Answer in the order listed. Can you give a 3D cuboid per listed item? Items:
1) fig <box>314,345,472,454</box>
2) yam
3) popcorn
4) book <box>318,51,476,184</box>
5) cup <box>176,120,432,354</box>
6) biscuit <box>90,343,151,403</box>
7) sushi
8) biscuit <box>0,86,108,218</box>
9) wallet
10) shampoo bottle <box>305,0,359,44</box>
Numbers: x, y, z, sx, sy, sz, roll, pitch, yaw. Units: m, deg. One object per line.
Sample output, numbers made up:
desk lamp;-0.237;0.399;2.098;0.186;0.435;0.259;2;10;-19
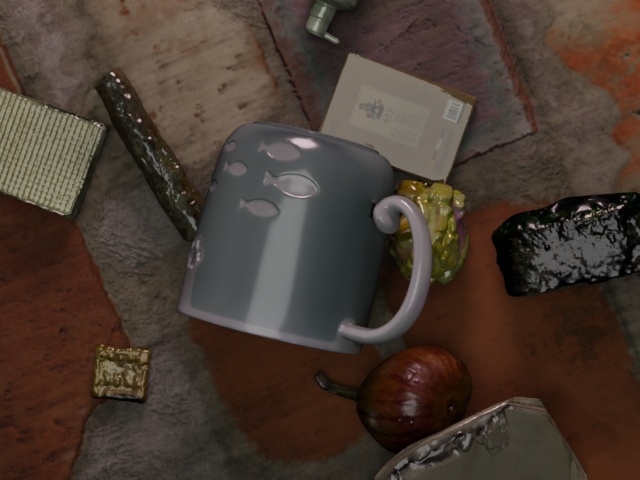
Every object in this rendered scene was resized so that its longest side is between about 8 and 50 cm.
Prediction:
fig;0.115;0.233;1.799;0.202;0.149;0.148;-31;131;27
yam;-0.238;-0.121;1.844;0.061;0.061;0.274;-32;89;3
popcorn;0.149;-0.011;1.797;0.126;0.126;0.145;12;104;-7
book;0.109;-0.173;1.845;0.199;0.016;0.138;21;93;2
cup;0.000;0.000;1.706;0.357;0.259;0.274;12;89;38
biscuit;-0.291;0.194;1.875;0.083;0.018;0.081;5;92;2
sushi;0.354;0.002;1.786;0.225;0.124;0.127;-12;91;9
biscuit;-0.447;-0.137;1.856;0.252;0.052;0.150;19;89;1
wallet;0.204;0.349;1.772;0.335;0.068;0.275;-24;131;-5
shampoo bottle;0.041;-0.410;1.807;0.085;0.085;0.262;24;93;2
